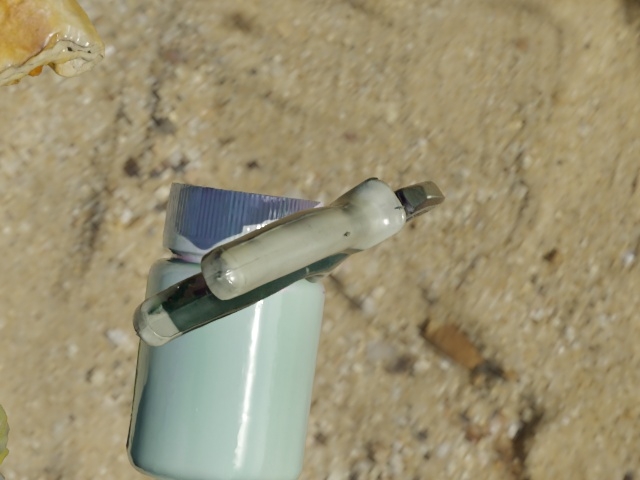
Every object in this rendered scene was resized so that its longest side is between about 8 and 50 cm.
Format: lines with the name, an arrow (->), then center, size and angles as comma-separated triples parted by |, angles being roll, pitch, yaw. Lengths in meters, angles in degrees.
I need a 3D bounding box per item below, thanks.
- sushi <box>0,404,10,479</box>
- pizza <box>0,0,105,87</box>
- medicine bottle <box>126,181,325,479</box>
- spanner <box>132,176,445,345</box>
sushi -> -0.381, 0.292, 1.382 | 0.240, 0.351, 0.397 | 10, 105, -15
pizza -> -0.332, -0.174, 1.247 | 0.365, 0.074, 0.182 | 12, 83, 3
medicine bottle -> -0.070, 0.074, 1.347 | 0.139, 0.139, 0.225 | 8, 91, 22
spanner -> 0.000, 0.000, 1.117 | 0.095, 0.325, 0.040 | -33, 84, 32
